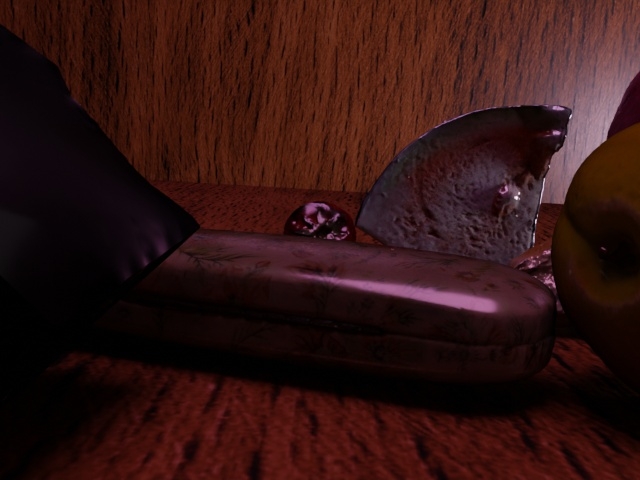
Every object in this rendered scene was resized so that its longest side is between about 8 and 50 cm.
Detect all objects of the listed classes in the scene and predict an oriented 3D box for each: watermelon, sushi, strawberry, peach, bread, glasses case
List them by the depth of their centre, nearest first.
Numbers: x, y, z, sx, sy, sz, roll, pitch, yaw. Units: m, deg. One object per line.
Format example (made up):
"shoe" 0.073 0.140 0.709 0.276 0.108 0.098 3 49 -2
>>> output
"sushi" -0.245 -0.003 0.476 0.227 0.212 0.215 44 15 -2
"peach" 0.280 0.016 0.540 0.231 0.231 0.231 3 8 0
"glasses case" -0.030 0.045 0.626 0.425 0.098 0.156 6 6 19
"bread" 0.261 0.035 0.818 0.119 0.084 0.177 -30 0 13
"watermelon" 0.177 -0.030 0.966 0.289 0.213 0.320 -7 -32 -37
"strawberry" 0.001 -0.001 1.029 0.106 0.106 0.106 3 8 0

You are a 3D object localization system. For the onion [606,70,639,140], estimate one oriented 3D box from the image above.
"onion" 0.474 -0.061 0.810 0.358 0.358 0.345 4 -10 5
